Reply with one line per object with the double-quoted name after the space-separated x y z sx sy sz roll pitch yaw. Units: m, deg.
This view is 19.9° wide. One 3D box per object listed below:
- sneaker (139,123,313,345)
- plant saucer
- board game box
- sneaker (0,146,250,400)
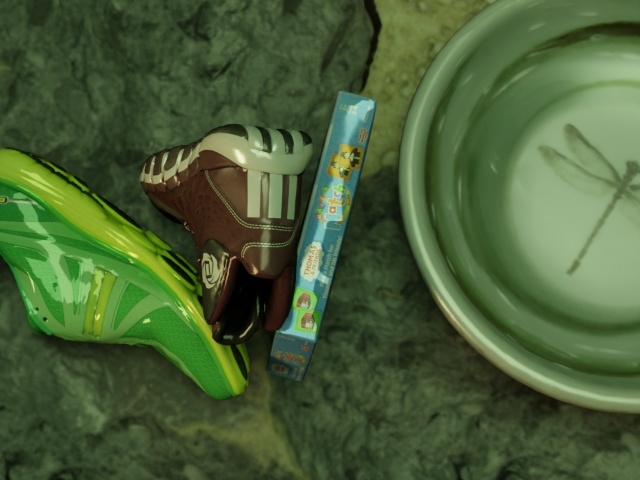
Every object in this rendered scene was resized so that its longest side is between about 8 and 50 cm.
-0.085 0.006 1.477 0.106 0.281 0.162 3 82 -16 "sneaker"
0.261 -0.037 1.605 0.400 0.100 0.400 1 73 -4 "plant saucer"
0.000 0.000 1.540 0.039 0.160 0.211 15 73 0 "board game box"
-0.184 0.044 1.555 0.295 0.109 0.123 38 97 5 "sneaker"
